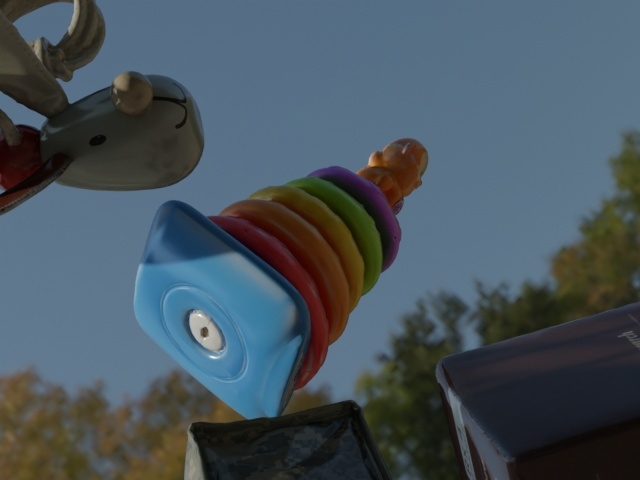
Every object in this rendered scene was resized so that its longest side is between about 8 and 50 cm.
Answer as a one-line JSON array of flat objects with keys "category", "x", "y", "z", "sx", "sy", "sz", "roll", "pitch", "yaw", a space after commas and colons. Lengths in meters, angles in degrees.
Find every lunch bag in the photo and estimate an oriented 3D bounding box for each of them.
[{"category": "lunch bag", "x": -0.009, "y": 0.306, "z": 1.330, "sx": 0.169, "sy": 0.287, "sz": 0.235, "roll": -8, "pitch": -51, "yaw": -13}]

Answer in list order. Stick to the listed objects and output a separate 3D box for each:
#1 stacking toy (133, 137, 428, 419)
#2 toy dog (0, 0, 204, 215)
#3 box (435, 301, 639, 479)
[{"category": "stacking toy", "x": 0.000, "y": 0.000, "z": 1.502, "sx": 0.302, "sy": 0.166, "sz": 0.175, "roll": -39, "pitch": -21, "yaw": -38}, {"category": "toy dog", "x": -0.254, "y": -0.073, "z": 1.082, "sx": 0.334, "sy": 0.220, "sz": 0.161, "roll": -28, "pitch": -26, "yaw": -11}, {"category": "box", "x": 0.264, "y": 0.105, "z": 0.812, "sx": 0.381, "sy": 0.143, "sz": 0.191, "roll": -16, "pitch": -74, "yaw": -4}]
